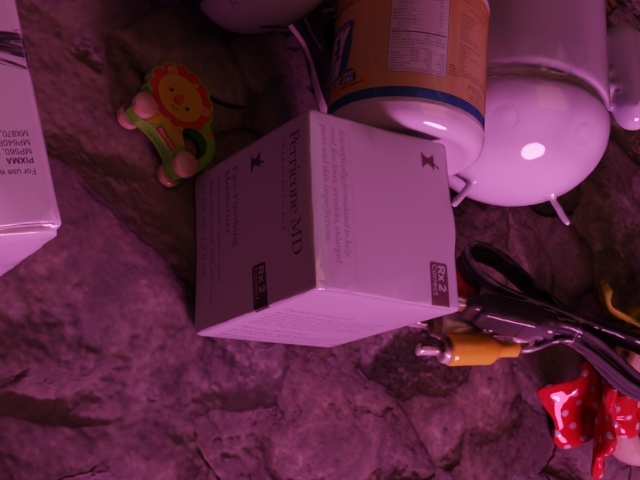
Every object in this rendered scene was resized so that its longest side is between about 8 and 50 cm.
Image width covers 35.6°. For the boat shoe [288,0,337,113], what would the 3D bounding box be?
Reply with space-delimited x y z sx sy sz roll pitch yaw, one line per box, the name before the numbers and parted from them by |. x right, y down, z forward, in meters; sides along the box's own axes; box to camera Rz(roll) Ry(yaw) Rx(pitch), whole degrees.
boat shoe | 0.014 -0.217 1.021 0.075 0.065 0.206 -14 84 -40

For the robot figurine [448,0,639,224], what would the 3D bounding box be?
robot figurine | 0.207 -0.187 1.070 0.300 0.200 0.353 4 68 3

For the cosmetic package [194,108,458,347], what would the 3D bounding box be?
cosmetic package | 0.000 0.000 0.858 0.151 0.184 0.151 10 68 -35

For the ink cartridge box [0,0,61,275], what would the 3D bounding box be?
ink cartridge box | -0.284 -0.105 0.668 0.114 0.197 0.272 -8 79 -38

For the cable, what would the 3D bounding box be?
cable | 0.232 0.090 1.033 0.287 0.072 0.139 17 51 -11

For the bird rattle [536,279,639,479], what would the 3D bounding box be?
bird rattle | 0.364 0.169 1.123 0.207 0.143 0.253 50 53 -34

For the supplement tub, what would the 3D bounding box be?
supplement tub | 0.082 -0.170 0.923 0.144 0.144 0.199 17 68 -32

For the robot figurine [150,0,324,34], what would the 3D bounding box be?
robot figurine | -0.092 -0.323 0.913 0.278 0.209 0.173 53 15 -10

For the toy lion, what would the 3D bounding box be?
toy lion | -0.129 -0.110 0.900 0.100 0.034 0.096 57 43 -8
